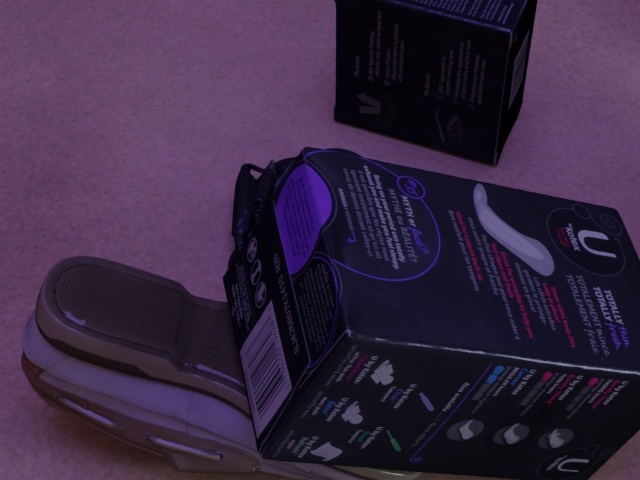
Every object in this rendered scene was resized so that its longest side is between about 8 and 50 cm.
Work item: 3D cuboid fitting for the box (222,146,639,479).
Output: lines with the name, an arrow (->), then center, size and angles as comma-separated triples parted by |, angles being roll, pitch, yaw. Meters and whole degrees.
box -> 0.090, 0.059, 0.965 | 0.270, 0.143, 0.165 | 10, 46, -25

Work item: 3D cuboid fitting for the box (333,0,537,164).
box -> 0.099, -0.168, 1.206 | 0.158, 0.156, 0.093 | 17, 51, 14

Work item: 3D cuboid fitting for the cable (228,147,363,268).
cable -> 0.000, 0.000, 1.144 | 0.150, 0.047, 0.184 | 3, 47, -4

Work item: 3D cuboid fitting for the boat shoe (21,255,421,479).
boat shoe -> -0.069, 0.112, 1.005 | 0.302, 0.103, 0.113 | 25, 41, -6
